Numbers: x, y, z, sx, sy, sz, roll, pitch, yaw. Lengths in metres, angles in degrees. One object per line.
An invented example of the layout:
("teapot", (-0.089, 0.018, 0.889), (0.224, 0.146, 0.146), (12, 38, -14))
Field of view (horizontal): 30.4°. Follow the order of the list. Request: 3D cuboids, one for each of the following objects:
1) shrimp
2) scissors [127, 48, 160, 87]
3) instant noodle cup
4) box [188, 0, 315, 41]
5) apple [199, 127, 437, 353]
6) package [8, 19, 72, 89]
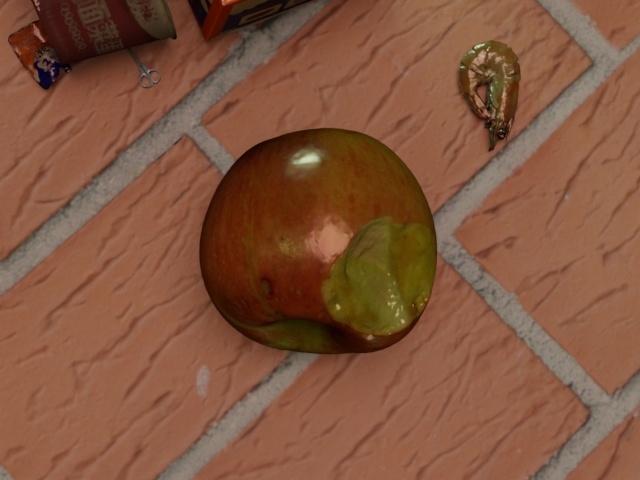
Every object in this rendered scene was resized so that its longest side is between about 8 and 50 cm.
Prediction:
("shrimp", (0.268, -0.230, 1.866), (0.099, 0.041, 0.180), (1, 82, -4))
("scissors", (-0.282, -0.276, 1.841), (0.036, 0.006, 0.083), (-34, 86, -11))
("instant noodle cup", (-0.335, -0.371, 1.735), (0.179, 0.235, 0.234), (-25, 85, -7))
("box", (-0.084, -0.527, 1.751), (0.319, 0.257, 0.348), (-24, 92, -10))
("apple", (0.000, 0.000, 1.666), (0.340, 0.339, 0.339), (1, 82, -5))
("package", (-0.426, -0.289, 1.818), (0.077, 0.033, 0.110), (-38, 71, 13))
